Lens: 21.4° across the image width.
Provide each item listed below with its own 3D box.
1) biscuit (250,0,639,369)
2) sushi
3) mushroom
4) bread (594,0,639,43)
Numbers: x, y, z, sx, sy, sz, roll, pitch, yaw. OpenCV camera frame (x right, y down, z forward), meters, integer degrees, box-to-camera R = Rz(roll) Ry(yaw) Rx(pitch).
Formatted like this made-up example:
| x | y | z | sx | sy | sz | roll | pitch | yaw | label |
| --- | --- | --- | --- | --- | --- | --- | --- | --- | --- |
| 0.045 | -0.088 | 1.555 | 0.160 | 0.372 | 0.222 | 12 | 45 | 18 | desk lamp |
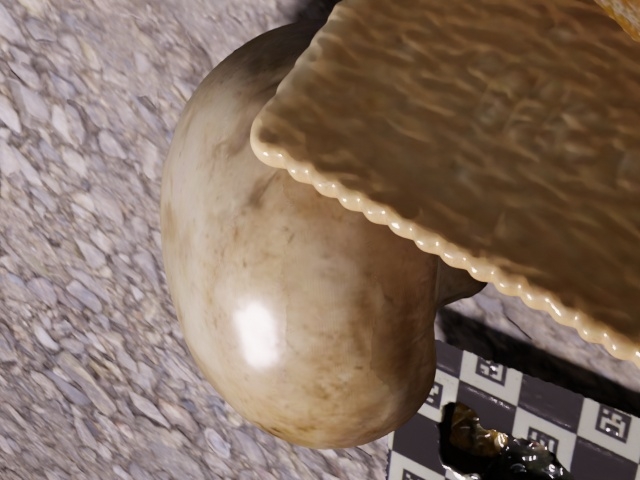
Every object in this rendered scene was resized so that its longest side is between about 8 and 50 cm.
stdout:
| x | y | z | sx | sy | sz | roll | pitch | yaw | label |
| --- | --- | --- | --- | --- | --- | --- | --- | --- | --- |
| 0.103 | -0.049 | 0.803 | 0.250 | 0.160 | 0.030 | 28 | 164 | 22 | biscuit |
| 0.147 | 0.154 | 1.127 | 0.215 | 0.050 | 0.192 | 20 | 128 | 29 | sushi |
| 0.000 | 0.000 | 0.959 | 0.255 | 0.184 | 0.254 | 164 | 90 | -70 | mushroom |
| 0.168 | -0.147 | 0.565 | 0.246 | 0.176 | 0.195 | 44 | 155 | -4 | bread |
